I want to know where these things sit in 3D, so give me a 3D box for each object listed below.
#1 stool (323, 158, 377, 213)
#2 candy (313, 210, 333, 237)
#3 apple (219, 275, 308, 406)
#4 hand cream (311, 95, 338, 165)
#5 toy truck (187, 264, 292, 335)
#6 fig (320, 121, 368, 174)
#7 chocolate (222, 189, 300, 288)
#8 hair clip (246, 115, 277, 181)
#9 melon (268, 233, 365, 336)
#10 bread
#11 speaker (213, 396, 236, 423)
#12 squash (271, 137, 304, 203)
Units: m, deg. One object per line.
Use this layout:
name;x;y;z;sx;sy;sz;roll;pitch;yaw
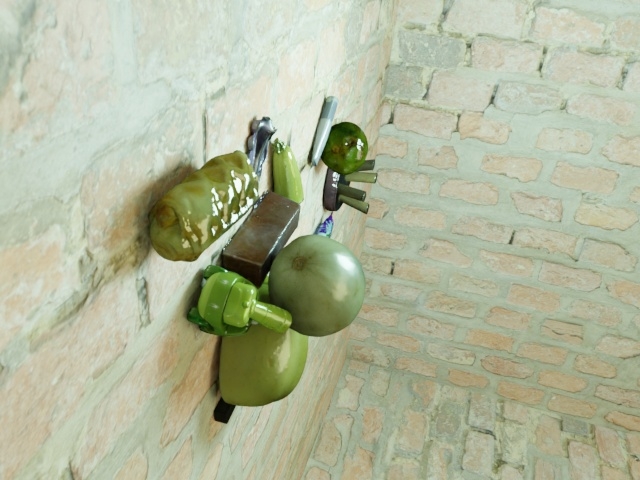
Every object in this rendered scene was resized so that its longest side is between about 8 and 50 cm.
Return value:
stool;0.130;-0.243;2.433;0.272;0.178;0.272;13;90;-77
candy;0.000;0.000;2.360;0.275;0.070;0.145;-65;172;-54
apple;-0.174;0.283;1.643;0.320;0.311;0.361;4;-94;61
hand cream;0.011;-0.390;2.019;0.079;0.048;0.256;53;52;-77
toy truck;-0.190;0.150;1.289;0.187;0.210;0.148;46;58;-57
fig;0.099;-0.360;2.132;0.245;0.195;0.196;-56;156;-54
chocolate;-0.148;-0.009;1.506;0.321;0.111;0.112;-63;164;-51
hair clip;-0.150;-0.215;1.433;0.124;0.052;0.196;-26;133;-69
melon;-0.009;0.115;1.436;0.308;0.271;0.272;-22;125;-86
bread;-0.219;-0.062;1.061;0.268;0.129;0.152;-57;162;-57
speaker;-0.253;0.442;1.661;0.191;0.040;0.046;-63;161;-51
squash;-0.104;-0.201;1.613;0.224;0.094;0.094;82;23;-44
